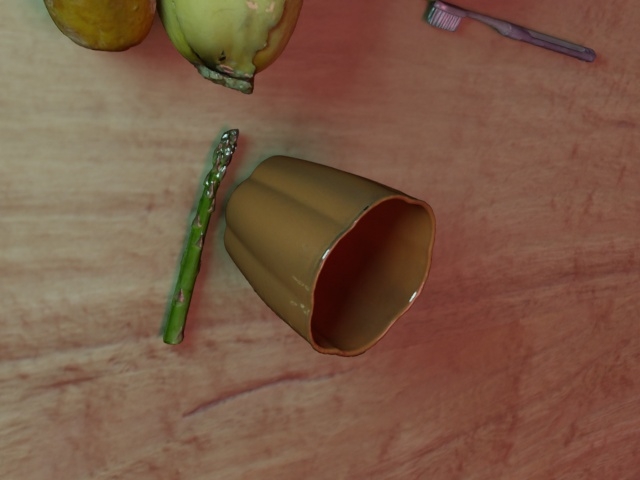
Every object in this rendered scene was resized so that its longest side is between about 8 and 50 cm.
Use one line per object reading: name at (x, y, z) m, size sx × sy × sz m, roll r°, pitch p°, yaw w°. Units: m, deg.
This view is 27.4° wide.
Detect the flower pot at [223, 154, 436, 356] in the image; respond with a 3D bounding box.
flower pot at (0.000, 0.000, 1.373) m, size 0.191 × 0.173 × 0.190 m, roll -29°, pitch 137°, yaw -31°

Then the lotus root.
lotus root at (-0.079, -0.272, 1.089) m, size 0.146 × 0.131 × 0.303 m, roll -5°, pitch 116°, yaw -6°

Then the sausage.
sausage at (-0.185, -0.267, 1.019) m, size 0.109 × 0.109 × 0.270 m, roll -31°, pitch 136°, yaw -31°

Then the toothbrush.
toothbrush at (0.236, -0.245, 1.584) m, size 0.354 × 0.024 × 0.029 m, roll 3°, pitch 119°, yaw -50°

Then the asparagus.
asparagus at (-0.125, -0.002, 1.355) m, size 0.025 × 0.024 × 0.248 m, roll -83°, pitch -170°, yaw -69°
